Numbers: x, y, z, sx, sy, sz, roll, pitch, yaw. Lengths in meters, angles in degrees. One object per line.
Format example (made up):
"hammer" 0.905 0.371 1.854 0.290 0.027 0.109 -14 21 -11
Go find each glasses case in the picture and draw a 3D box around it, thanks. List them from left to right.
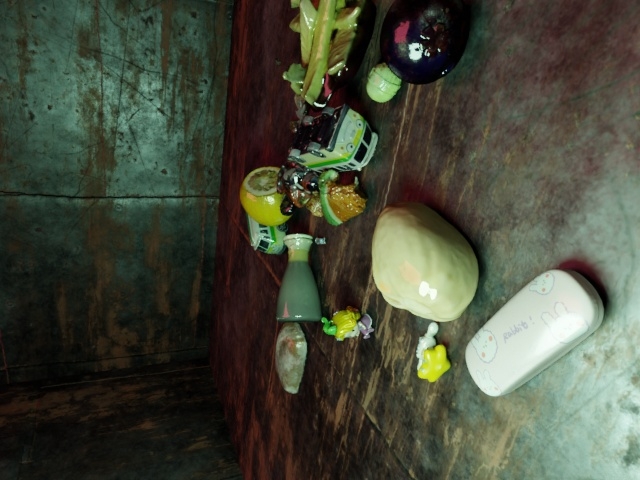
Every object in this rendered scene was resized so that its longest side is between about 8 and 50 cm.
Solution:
"glasses case" 0.359 0.169 0.723 0.297 0.075 0.113 115 147 -40

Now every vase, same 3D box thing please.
"vase" -0.083 0.143 1.550 0.173 0.173 0.322 153 119 -61

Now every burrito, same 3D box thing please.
"burrito" -0.076 -0.556 1.642 0.074 0.044 0.118 114 141 -47

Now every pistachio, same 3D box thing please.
"pistachio" 0.216 0.035 0.908 0.193 0.213 0.318 54 -164 -47

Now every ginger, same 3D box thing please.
"ginger" -0.022 -0.583 1.201 0.358 0.211 0.414 -40 33 43

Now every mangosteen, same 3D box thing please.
"mangosteen" 0.221 -0.445 0.896 0.231 0.194 0.194 -84 6 -65

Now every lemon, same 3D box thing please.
"lemon" -0.210 -0.172 1.725 0.219 0.240 0.241 80 168 -47

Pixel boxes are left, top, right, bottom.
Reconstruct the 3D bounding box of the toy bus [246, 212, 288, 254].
"toy bus" -0.250 -0.078 1.874 0.134 0.164 0.276 129 135 -54

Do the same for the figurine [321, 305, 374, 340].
"figurine" 0.069 0.242 1.230 0.115 0.156 0.095 54 137 46

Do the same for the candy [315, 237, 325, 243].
"candy" -0.001 0.000 1.523 0.083 0.020 0.030 -175 85 -66

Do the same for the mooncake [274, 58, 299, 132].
"mooncake" -0.114 -0.550 1.585 0.150 0.057 0.347 48 163 43

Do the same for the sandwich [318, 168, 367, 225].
"sandwich" 0.075 -0.129 1.274 0.185 0.159 0.109 62 -141 -55

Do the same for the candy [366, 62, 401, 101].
"candy" 0.213 -0.511 1.032 0.092 0.093 0.336 32 119 10

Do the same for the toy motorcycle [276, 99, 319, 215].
"toy motorcycle" -0.064 -0.289 1.473 0.207 0.134 0.402 -1 79 53

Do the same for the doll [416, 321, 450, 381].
"doll" 0.259 0.258 0.961 0.113 0.071 0.136 -179 95 -82

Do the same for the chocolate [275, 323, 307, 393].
"chocolate" -0.138 0.494 1.744 0.185 0.100 0.304 45 133 51

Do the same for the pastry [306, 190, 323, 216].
"pastry" -0.034 -0.151 1.541 0.169 0.063 0.087 -130 43 -51

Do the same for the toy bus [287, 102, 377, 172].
"toy bus" 0.038 -0.291 1.252 0.305 0.178 0.143 9 76 64

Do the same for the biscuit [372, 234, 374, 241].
"biscuit" 0.197 0.064 1.108 0.221 0.028 0.142 57 139 47
